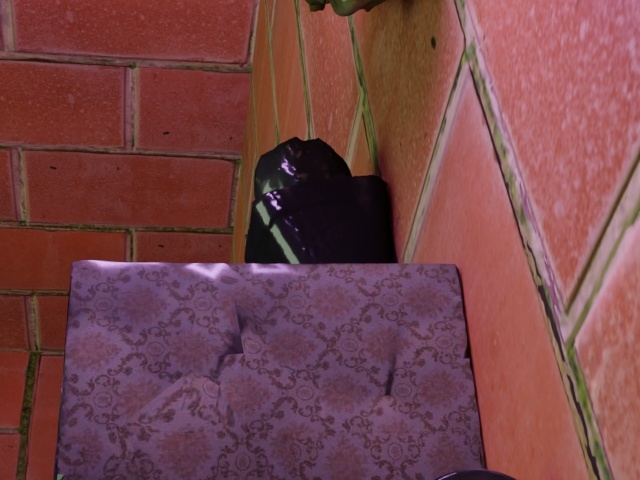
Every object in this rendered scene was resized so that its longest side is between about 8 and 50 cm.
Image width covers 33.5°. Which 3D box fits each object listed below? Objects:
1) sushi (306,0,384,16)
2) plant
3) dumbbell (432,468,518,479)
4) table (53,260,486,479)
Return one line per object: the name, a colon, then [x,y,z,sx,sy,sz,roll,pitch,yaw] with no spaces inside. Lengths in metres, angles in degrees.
sushi: [-0.060,-0.393,1.107,0.396,0.351,0.240,-130,59,-83]
plant: [0.000,0.000,1.218,0.142,0.164,0.256,104,153,-54]
dumbbell: [0.099,0.245,0.747,0.255,0.110,0.110,94,173,-57]
table: [-0.056,0.178,0.965,0.272,0.334,0.222,106,163,-60]
